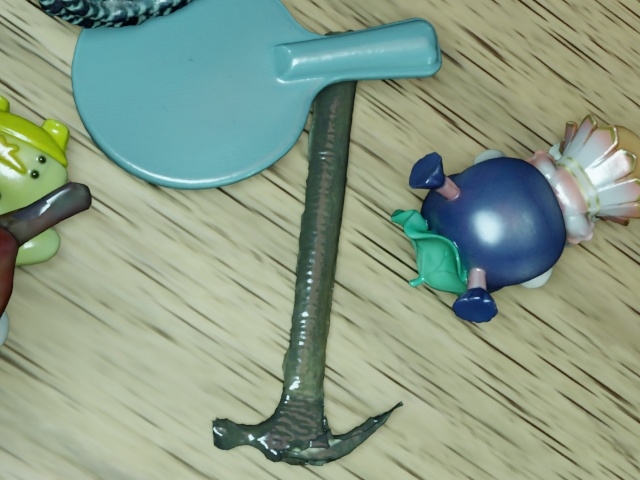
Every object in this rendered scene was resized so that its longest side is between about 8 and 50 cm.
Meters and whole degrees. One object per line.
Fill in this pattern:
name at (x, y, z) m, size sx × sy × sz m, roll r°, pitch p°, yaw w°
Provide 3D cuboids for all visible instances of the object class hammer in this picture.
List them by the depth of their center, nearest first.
hammer at (0.000, 0.000, 0.836) m, size 0.125 × 0.027 × 0.297 m, roll 9°, pitch 75°, yaw -17°

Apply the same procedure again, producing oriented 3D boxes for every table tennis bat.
table tennis bat at (-0.040, -0.114, 0.824) m, size 0.244 × 0.040 × 0.153 m, roll -9°, pitch 77°, yaw -9°

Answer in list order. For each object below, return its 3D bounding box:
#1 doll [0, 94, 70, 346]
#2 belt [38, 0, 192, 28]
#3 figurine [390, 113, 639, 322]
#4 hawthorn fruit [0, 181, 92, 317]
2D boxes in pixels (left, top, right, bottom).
doll at (-0.207, -0.007, 0.747) m, size 0.106 × 0.062 × 0.163 m, roll 23°, pitch 73°, yaw -8°
belt at (-0.079, -0.272, 0.742) m, size 0.295 × 0.207 × 0.160 m, roll -37°, pitch 73°, yaw 9°
figurine at (0.137, -0.027, 0.848) m, size 0.195 × 0.102 × 0.111 m, roll -29°, pitch 86°, yaw -21°
hawthorn fruit at (-0.311, 0.023, 0.579) m, size 0.324 × 0.308 × 0.308 m, roll 29°, pitch 70°, yaw 4°
